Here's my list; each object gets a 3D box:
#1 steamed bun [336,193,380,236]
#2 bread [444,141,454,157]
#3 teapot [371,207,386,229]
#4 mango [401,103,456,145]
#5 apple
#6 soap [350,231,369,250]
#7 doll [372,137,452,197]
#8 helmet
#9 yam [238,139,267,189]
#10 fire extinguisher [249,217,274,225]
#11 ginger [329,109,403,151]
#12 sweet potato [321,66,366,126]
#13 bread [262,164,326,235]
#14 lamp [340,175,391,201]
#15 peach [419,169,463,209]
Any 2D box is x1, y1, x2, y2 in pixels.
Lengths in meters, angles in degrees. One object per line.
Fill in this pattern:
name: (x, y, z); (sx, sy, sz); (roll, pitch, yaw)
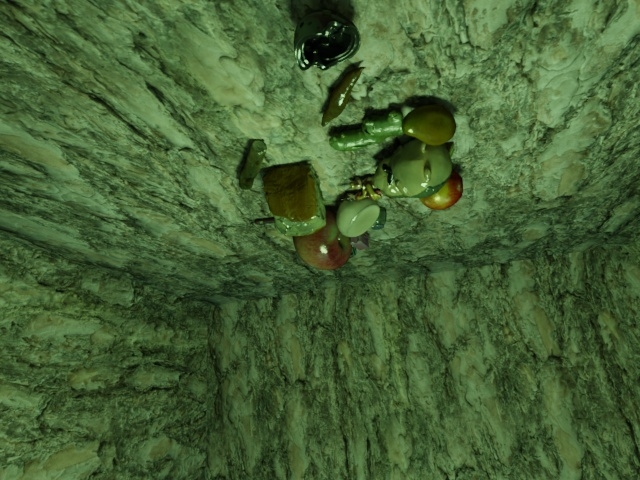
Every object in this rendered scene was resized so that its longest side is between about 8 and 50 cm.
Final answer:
steamed bun: (0.169, -0.134, 2.093); (0.231, 0.145, 0.232); (-31, 151, -20)
bread: (0.468, -0.366, 1.761); (0.139, 0.084, 0.074); (21, 171, 25)
teapot: (0.295, -0.115, 2.261); (0.111, 0.108, 0.149); (-12, 159, 15)
mango: (0.378, -0.400, 1.479); (0.227, 0.136, 0.099); (-1, -161, -30)
apple: (0.000, 0.000, 2.225); (0.269, 0.345, 0.344); (-5, 162, 28)
soap: (0.200, -0.061, 2.252); (0.065, 0.203, 0.122); (-14, 156, 25)
doll: (0.347, -0.274, 1.695); (0.247, 0.248, 0.349); (4, 174, -22)
helmet: (0.006, -0.527, 1.104); (0.176, 0.107, 0.153); (-16, 164, -28)
yam: (-0.277, -0.294, 1.717); (0.067, 0.071, 0.317); (-36, 174, -28)
fire extinguisher: (-0.291, -0.103, 2.285); (0.173, 0.035, 0.049); (-5, -162, 2)
ginger: (0.169, -0.389, 1.539); (0.289, 0.089, 0.137); (-14, 177, 35)
sweet potato: (0.064, -0.456, 1.364); (0.067, 0.067, 0.274); (4, 156, -23)
bread: (-0.110, -0.161, 1.840); (0.250, 0.279, 0.225); (-8, 173, 11)
lamp: (0.213, -0.235, 1.929); (0.253, 0.118, 0.118); (-2, 160, 2)
peach: (0.535, -0.228, 1.909); (0.192, 0.190, 0.190); (4, 158, -23)
